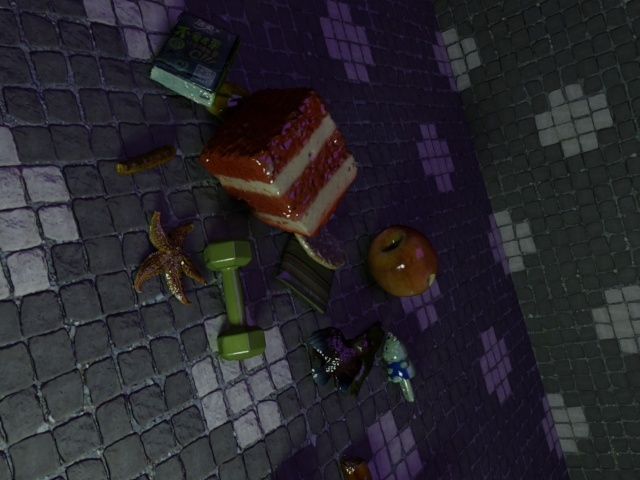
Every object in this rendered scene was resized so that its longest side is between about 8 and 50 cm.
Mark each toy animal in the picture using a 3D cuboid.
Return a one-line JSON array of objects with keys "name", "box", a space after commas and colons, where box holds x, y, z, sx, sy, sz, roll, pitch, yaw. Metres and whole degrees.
[{"name": "toy animal", "box": [0.065, 0.340, 1.662, 0.218, 0.179, 0.116, 60, 14, -18]}]

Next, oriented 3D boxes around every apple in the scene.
[{"name": "apple", "box": [0.292, 0.075, 1.999, 0.241, 0.242, 0.242, 48, 44, -40]}]

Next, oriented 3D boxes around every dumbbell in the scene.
[{"name": "dumbbell", "box": [-0.213, 0.143, 1.433, 0.108, 0.121, 0.302, -7, 82, -24]}]

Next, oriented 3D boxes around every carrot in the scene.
[{"name": "carrot", "box": [-0.409, -0.190, 1.364, 0.171, 0.042, 0.042, -34, 104, -50]}]

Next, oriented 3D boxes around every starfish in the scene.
[{"name": "starfish", "box": [-0.349, 0.045, 1.353, 0.227, 0.043, 0.240, 58, 42, -19]}]

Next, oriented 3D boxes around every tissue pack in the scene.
[{"name": "tissue pack", "box": [-0.321, -0.475, 1.508, 0.173, 0.073, 0.235, 22, 56, -12]}]

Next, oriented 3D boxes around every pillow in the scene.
[{"name": "pillow", "box": [-0.035, 0.082, 1.726, 0.208, 0.052, 0.212, 41, 46, -29]}]

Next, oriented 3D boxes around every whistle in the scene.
[{"name": "whistle", "box": [0.266, 0.426, 1.952, 0.092, 0.110, 0.244, -16, 90, -21]}]

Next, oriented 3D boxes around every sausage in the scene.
[{"name": "sausage", "box": [0.123, 0.765, 1.659, 0.103, 0.076, 0.302, -2, 77, -44]}]

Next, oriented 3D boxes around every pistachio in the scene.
[{"name": "pistachio", "box": [-0.238, -0.372, 1.593, 0.189, 0.110, 0.100, 35, 10, -36]}]

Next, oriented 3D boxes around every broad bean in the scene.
[{"name": "broad bean", "box": [0.145, 0.362, 1.847, 0.339, 0.061, 0.077, -57, 133, -45]}]

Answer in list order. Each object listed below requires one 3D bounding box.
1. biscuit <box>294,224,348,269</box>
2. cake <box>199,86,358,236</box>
[{"name": "biscuit", "box": [0.000, 0.000, 1.746, 0.265, 0.040, 0.188, 26, 40, -49]}, {"name": "cake", "box": [-0.102, -0.200, 1.522, 0.269, 0.270, 0.319, -54, 133, -22]}]
